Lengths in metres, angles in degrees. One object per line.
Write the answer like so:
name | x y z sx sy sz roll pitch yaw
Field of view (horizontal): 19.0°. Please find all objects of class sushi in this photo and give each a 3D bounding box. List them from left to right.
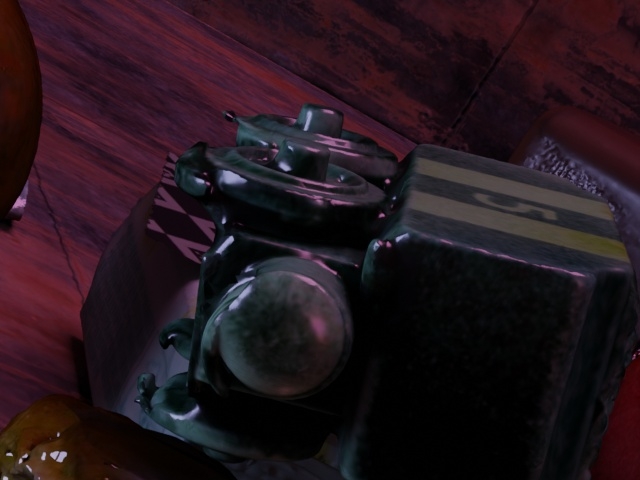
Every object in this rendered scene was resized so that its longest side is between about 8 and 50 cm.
sushi | 0.000 0.000 1.305 0.231 0.047 0.219 28 14 -9

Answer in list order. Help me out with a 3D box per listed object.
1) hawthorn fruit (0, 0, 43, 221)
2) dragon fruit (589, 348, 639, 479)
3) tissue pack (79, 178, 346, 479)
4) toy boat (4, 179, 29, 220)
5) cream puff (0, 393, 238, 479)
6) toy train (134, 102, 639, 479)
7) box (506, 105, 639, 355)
hawthorn fruit | -0.298 -0.090 1.172 0.268 0.267 0.301 33 10 -3
dragon fruit | 0.256 0.184 1.033 0.296 0.295 0.301 29 43 -22
tissue pack | -0.005 0.129 1.275 0.287 0.162 0.388 29 14 -20
toy boat | -0.300 -0.053 1.560 0.122 0.034 0.096 21 15 -16
cream puff | -0.080 0.175 0.908 0.241 0.155 0.269 31 13 5
toy train | 0.036 0.034 0.973 0.238 0.166 0.299 14 14 3
box | 0.257 0.071 1.787 0.229 0.339 0.239 38 13 31
